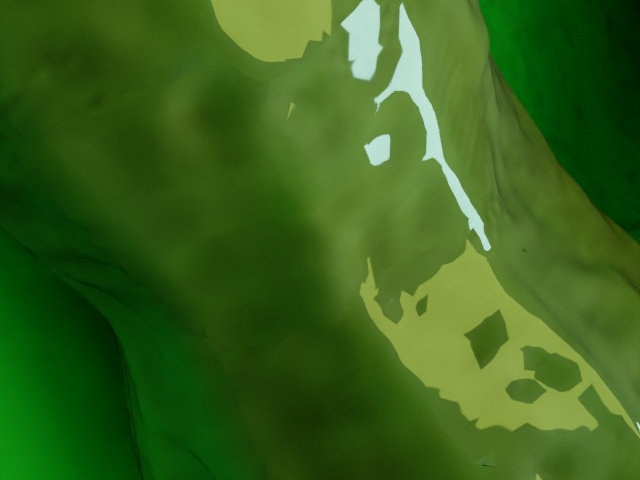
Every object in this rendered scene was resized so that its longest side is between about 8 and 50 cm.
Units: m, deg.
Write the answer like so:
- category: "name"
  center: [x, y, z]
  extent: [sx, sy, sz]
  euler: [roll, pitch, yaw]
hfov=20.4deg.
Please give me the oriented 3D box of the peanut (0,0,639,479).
- category: "peanut"
  center: [0.000, 0.000, 0.448]
  extent: [0.313, 0.149, 0.149]
  euler: [57, 41, -31]
